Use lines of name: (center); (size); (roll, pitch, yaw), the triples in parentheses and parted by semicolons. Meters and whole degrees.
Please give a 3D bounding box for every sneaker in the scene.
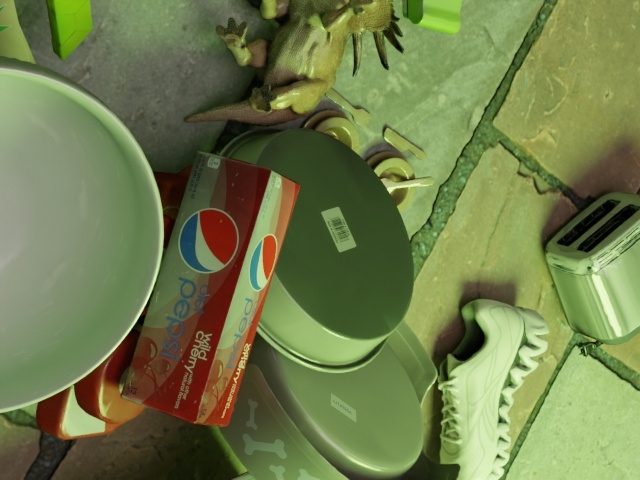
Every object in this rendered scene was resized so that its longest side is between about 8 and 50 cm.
sneaker: (0.198, 0.215, 1.999); (0.118, 0.110, 0.292); (23, 82, -30)

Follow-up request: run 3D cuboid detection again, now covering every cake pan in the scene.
cake pan: (0.000, 0.000, 1.674); (0.293, 0.054, 0.293); (26, 50, -37)

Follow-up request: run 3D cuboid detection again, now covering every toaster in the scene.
toaster: (0.403, 0.036, 2.073); (0.227, 0.129, 0.146); (-37, 118, -19)

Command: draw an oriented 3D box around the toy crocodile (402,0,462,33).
toy crocodile: (0.135, -0.403, 1.729); (0.115, 0.105, 0.340); (13, 73, -37)

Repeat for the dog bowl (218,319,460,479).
dog bowl: (0.005, 0.172, 1.715); (0.349, 0.348, 0.102); (25, 126, -38)

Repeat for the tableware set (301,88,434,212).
tableware set: (0.051, -0.087, 1.835); (0.194, 0.039, 0.128); (32, 84, -38)

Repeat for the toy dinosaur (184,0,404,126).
toy dinosaur: (-0.011, -0.210, 1.713); (0.295, 0.127, 0.200); (-50, 160, 5)

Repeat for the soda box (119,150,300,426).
soda box: (-0.108, 0.050, 1.523); (0.083, 0.092, 0.263); (23, 83, -68)

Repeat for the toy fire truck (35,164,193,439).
toy fire truck: (-0.201, 0.064, 1.636); (0.254, 0.169, 0.302); (0, 105, -55)

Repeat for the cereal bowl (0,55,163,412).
cereal bowl: (-0.324, -0.015, 1.403); (0.339, 0.141, 0.338); (-6, 110, -16)

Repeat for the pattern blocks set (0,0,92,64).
pattern blocks set: (-0.343, -0.160, 1.441); (0.285, 0.026, 0.324); (-29, 151, -28)

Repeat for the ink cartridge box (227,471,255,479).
ink cartridge box: (-0.156, 0.389, 1.737); (0.309, 0.272, 0.130); (-20, 71, -30)
